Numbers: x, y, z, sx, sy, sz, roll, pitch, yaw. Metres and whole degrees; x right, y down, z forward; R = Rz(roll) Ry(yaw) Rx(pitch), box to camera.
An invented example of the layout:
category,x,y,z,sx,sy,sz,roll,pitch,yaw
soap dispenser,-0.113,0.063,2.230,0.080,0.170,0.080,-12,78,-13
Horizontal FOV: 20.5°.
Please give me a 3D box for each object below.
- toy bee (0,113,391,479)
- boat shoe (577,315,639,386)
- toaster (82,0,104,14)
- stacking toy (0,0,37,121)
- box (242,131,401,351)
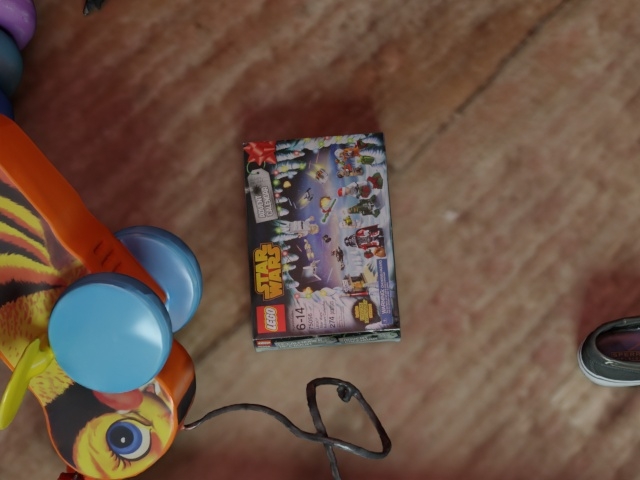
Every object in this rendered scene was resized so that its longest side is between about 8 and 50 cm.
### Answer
category,x,y,z,sx,sy,sz,roll,pitch,yaw
toy bee,-0.134,0.077,1.034,0.298,0.195,0.162,48,112,13
boat shoe,0.230,0.065,1.089,0.142,0.040,0.049,-8,69,0
toaster,-0.127,-0.276,1.172,0.186,0.168,0.110,-39,70,-13
stacking toy,-0.249,-0.038,1.109,0.141,0.141,0.330,-2,73,2
box,0.000,0.000,1.132,0.094,0.027,0.137,-5,69,2
